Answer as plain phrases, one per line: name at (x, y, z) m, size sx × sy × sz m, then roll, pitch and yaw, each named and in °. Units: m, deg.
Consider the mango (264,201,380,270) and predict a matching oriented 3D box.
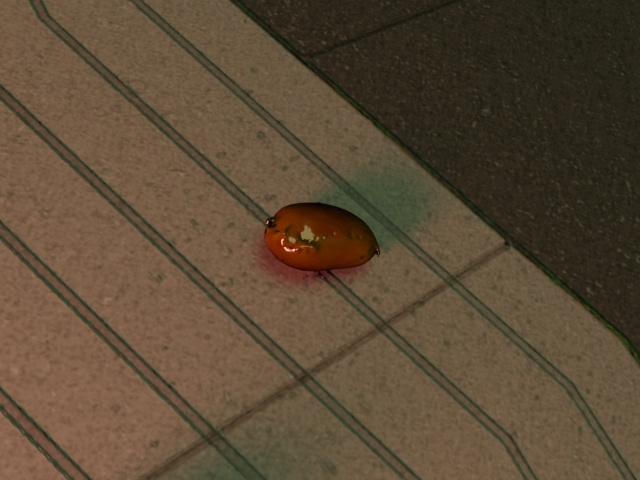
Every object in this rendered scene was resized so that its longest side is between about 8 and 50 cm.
mango at (0.000, 0.000, 0.938) m, size 0.127 × 0.063 × 0.077 m, roll 5°, pitch 51°, yaw -26°
